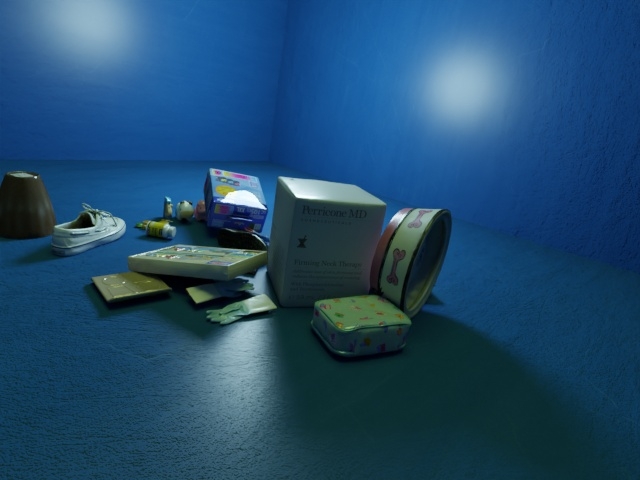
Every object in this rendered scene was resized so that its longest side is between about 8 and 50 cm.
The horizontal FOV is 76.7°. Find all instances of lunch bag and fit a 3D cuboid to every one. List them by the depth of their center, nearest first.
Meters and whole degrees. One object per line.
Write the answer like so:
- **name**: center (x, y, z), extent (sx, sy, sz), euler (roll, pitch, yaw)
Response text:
- **lunch bag**: center (0.123, 0.255, 1.252), extent (0.279, 0.108, 0.224), euler (1, 16, -29)

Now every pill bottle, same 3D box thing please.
- **pill bottle**: center (-0.705, -0.046, 1.790), extent (0.116, 0.065, 0.065), euler (9, 18, 0)

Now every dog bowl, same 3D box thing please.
- **dog bowl**: center (0.319, 0.065, 1.440), extent (0.150, 0.408, 0.408), euler (21, 21, 29)

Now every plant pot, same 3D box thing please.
- **plant pot**: center (-1.167, -0.149, 1.594), extent (0.215, 0.230, 0.215), euler (9, 19, -3)

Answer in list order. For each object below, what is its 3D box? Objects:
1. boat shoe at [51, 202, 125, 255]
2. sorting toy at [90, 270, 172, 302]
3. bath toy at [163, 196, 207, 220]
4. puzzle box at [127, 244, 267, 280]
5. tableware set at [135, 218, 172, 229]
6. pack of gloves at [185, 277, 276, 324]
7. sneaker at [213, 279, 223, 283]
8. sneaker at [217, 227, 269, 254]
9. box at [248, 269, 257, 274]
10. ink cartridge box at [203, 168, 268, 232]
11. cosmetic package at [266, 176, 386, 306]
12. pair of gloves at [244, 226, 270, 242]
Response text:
- **boat shoe**: center (-0.913, -0.071, 1.608), extent (0.135, 0.156, 0.367), euler (13, 19, 9)
- **sorting toy**: center (-0.612, 0.149, 1.310), extent (0.193, 0.038, 0.208), euler (-7, 20, -42)
- **bath toy**: center (-0.628, -0.166, 2.094), extent (0.348, 0.129, 0.151), euler (-2, 21, -35)
- **puzzle box**: center (-0.430, 0.071, 1.442), extent (0.408, 0.052, 0.272), euler (3, 10, 19)
- **tableware set**: center (-0.788, -0.076, 1.912), extent (0.104, 0.024, 0.154), euler (14, 19, 23)
- **pack of gloves**: center (-0.293, 0.204, 1.324), extent (0.232, 0.046, 0.195), euler (-10, 38, -40)
- **sneaker**: center (-0.381, 0.125, 1.468), extent (0.053, 0.061, 0.152), euler (-16, 19, -38)
- **sneaker**: center (-0.317, 0.002, 1.801), extent (0.283, 0.107, 0.124), euler (21, 15, 29)
- **box**: center (-0.296, 0.095, 1.642), extent (0.094, 0.027, 0.137), euler (9, 18, 0)
- **ink cartridge box**: center (-0.420, -0.181, 1.994), extent (0.270, 0.151, 0.395), euler (7, 36, -24)
- **cosmetic package**: center (0.000, 0.000, 1.497), extent (0.329, 0.394, 0.327), euler (3, 19, -18)
- **pair of gloves**: center (-0.257, -0.007, 1.883), extent (0.198, 0.023, 0.159), euler (25, -5, 25)
